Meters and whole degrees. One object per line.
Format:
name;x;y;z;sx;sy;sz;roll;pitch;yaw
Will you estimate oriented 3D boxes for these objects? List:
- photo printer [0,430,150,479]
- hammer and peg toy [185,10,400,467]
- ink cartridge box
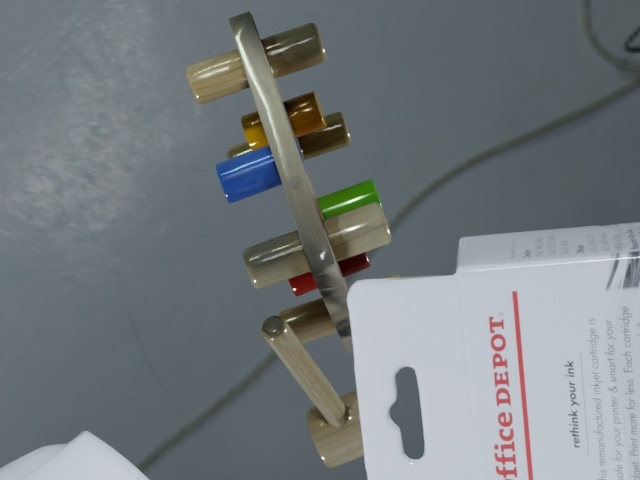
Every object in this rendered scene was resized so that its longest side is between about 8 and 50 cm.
photo printer;-0.163;0.273;0.835;0.256;0.107;0.307;54;39;0
hammer and peg toy;0.000;0.000;1.256;0.127;0.266;0.361;-19;68;1
ink cartridge box;0.106;0.048;0.508;0.180;0.060;0.104;-4;102;9
